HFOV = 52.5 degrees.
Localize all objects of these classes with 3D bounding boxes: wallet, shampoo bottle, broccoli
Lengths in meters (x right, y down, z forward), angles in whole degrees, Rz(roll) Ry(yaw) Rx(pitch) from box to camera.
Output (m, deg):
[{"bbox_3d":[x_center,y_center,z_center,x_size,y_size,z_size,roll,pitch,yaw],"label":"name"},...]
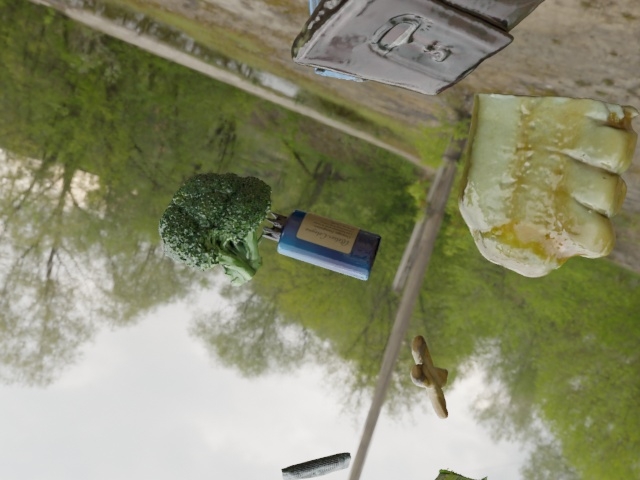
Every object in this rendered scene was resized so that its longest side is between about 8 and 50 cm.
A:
[{"bbox_3d":[0.099,-0.223,0.668,0.229,0.049,0.182,1,152,-39],"label":"wallet"},{"bbox_3d":[0.000,0.000,1.024,0.183,0.087,0.050,17,144,8],"label":"shampoo bottle"},{"bbox_3d":[-0.007,0.420,1.192,0.129,0.026,0.088,-10,151,-8],"label":"wallet"},{"bbox_3d":[-0.211,-0.025,1.360,0.241,0.261,0.269,52,144,-11],"label":"broccoli"}]

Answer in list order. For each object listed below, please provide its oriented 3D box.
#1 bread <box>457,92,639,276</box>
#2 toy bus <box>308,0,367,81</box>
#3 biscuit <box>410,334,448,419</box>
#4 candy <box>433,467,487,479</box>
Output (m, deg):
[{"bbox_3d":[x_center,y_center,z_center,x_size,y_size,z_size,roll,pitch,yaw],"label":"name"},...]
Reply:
[{"bbox_3d":[0.422,-0.102,1.225,0.300,0.341,0.210,8,-176,28],"label":"bread"},{"bbox_3d":[0.047,-0.423,1.219,0.133,0.234,0.116,8,-154,25],"label":"toy bus"},{"bbox_3d":[0.310,0.387,1.838,0.047,0.164,0.208,-15,130,26],"label":"biscuit"},{"bbox_3d":[0.205,0.438,1.080,0.102,0.032,0.178,-5,-172,35],"label":"candy"}]
